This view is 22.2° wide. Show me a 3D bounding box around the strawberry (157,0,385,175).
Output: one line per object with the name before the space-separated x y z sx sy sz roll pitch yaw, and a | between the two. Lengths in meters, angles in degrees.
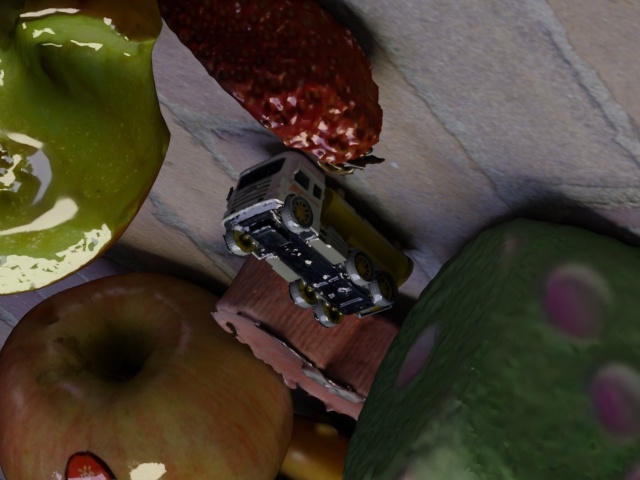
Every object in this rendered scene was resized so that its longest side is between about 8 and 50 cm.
strawberry | -0.028 -0.161 1.418 0.236 0.107 0.175 38 -168 -26

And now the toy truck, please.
toy truck | 0.000 0.000 1.723 0.098 0.114 0.227 -22 132 34

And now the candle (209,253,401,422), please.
candle | 0.029 0.134 1.991 0.317 0.131 0.287 35 165 3

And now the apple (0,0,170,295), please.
apple | -0.292 -0.157 1.370 0.384 0.374 0.374 39 160 9

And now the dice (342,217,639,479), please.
dice | 0.233 0.191 1.615 0.330 0.322 0.318 31 158 -9

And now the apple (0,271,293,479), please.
apple | -0.231 0.238 2.162 0.391 0.391 0.346 17 145 22

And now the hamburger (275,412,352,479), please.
hamburger | 0.026 0.423 2.379 0.395 0.277 0.396 32 178 1
